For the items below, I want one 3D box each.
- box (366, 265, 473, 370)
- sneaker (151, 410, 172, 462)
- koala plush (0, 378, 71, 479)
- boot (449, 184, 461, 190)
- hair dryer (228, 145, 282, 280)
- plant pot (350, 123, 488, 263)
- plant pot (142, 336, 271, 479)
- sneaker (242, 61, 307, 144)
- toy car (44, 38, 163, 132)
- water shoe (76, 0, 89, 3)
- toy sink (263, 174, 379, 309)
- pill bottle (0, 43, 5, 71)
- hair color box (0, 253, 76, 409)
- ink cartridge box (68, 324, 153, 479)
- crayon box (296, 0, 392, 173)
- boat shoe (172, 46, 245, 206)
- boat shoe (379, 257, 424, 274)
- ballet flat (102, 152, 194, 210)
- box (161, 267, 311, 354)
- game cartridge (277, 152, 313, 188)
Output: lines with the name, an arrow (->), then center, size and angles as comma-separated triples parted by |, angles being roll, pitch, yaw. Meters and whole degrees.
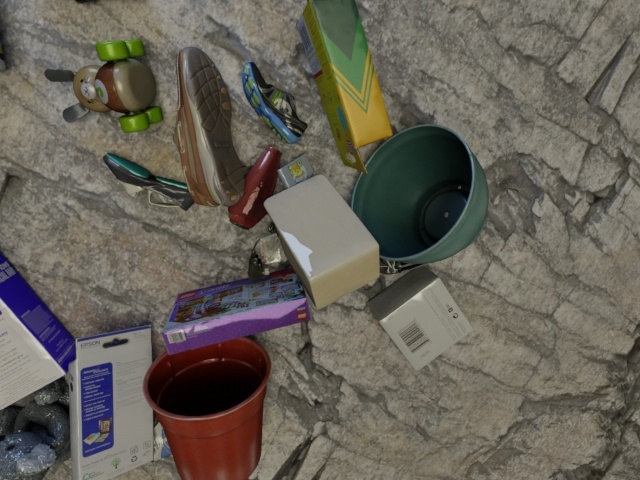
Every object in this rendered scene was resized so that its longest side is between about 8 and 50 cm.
box -> 0.247, 0.190, 1.047 | 0.182, 0.119, 0.181 | -37, 108, 1
sneaker -> -0.383, 0.446, 1.041 | 0.081, 0.080, 0.211 | 2, 108, -30
koala plush -> -0.634, 0.461, 0.917 | 0.196, 0.221, 0.203 | -37, 108, 1
boot -> 0.351, -0.164, 1.015 | 0.087, 0.042, 0.118 | -10, 108, -14
hair dryer -> -0.100, -0.069, 0.958 | 0.223, 0.080, 0.294 | -20, 112, -23
plant pot -> 0.241, -0.077, 0.912 | 0.196, 0.293, 0.293 | 20, 102, -41
plant pot -> -0.245, 0.404, 0.963 | 0.272, 0.272, 0.265 | -4, 114, -9
sneaker -> -0.099, -0.297, 0.894 | 0.078, 0.067, 0.188 | -44, 107, -18
toy car -> -0.428, -0.290, 0.801 | 0.188, 0.149, 0.155 | -6, 117, 3
water shoe -> -0.437, -0.489, 0.785 | 0.203, 0.073, 0.080 | 13, 129, -13
toy sink -> 0.000, 0.000, 0.884 | 0.152, 0.234, 0.131 | -27, 145, -11
pill bottle -> -0.647, -0.413, 0.732 | 0.119, 0.119, 0.208 | -3, 105, -9
hair color box -> -0.708, 0.178, 0.889 | 0.185, 0.110, 0.339 | -28, 109, 0
ink cartridge box -> -0.470, 0.361, 0.942 | 0.165, 0.065, 0.333 | -2, 95, -45
crayon box -> 0.051, -0.305, 0.839 | 0.081, 0.202, 0.319 | -21, 108, -4
boat shoe -> -0.251, -0.224, 0.851 | 0.116, 0.123, 0.324 | -8, 92, 26
boat shoe -> 0.181, 0.047, 1.026 | 0.206, 0.065, 0.075 | -12, 107, -6
ballet flat -> -0.367, -0.116, 0.888 | 0.203, 0.074, 0.074 | 21, 100, -17
box -> -0.179, 0.146, 0.920 | 0.293, 0.201, 0.057 | -13, 107, -6
game cartridge -> -0.053, -0.151, 0.920 | 0.083, 0.017, 0.056 | -40, 118, -29
